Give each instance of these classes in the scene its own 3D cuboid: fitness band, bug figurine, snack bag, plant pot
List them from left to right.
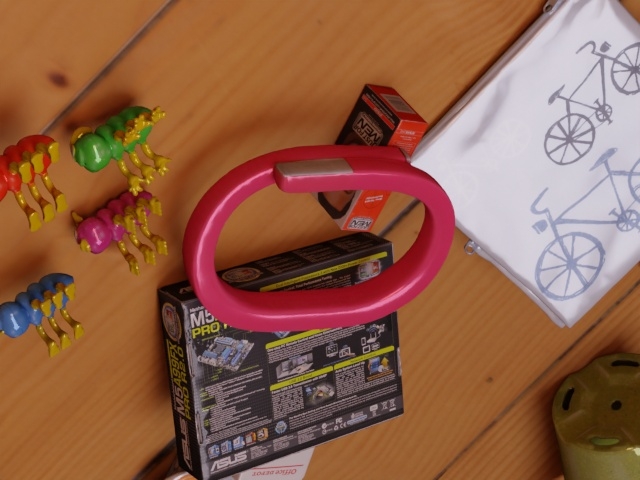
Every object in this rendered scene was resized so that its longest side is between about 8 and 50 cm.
[{"bbox_3d":[-0.236,-0.023,1.483,0.216,0.072,0.279,-34,149,-28],"label":"bug figurine"},{"bbox_3d":[0.000,0.000,1.637,0.291,0.054,0.209,-1,128,-26],"label":"fitness band"},{"bbox_3d":[0.287,-0.097,1.820,0.342,0.037,0.323,38,101,-28],"label":"snack bag"},{"bbox_3d":[0.447,0.307,2.273,0.276,0.276,0.254,-34,131,-8],"label":"plant pot"}]

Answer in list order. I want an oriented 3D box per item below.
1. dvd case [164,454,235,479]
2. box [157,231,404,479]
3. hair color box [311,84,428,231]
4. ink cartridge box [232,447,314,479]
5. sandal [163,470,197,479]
[{"bbox_3d":[-0.135,0.333,1.977,0.180,0.022,0.253,1,126,-40],"label":"dvd case"},{"bbox_3d":[-0.037,0.126,1.760,0.270,0.060,0.216,-16,111,-29],"label":"box"},{"bbox_3d":[0.050,-0.086,1.680,0.043,0.072,0.141,4,124,-40],"label":"hair color box"},{"bbox_3d":[-0.058,0.224,1.877,0.104,0.061,0.181,4,113,-41],"label":"ink cartridge box"},{"bbox_3d":[-0.157,0.378,1.920,0.102,0.076,0.265,-15,136,-29],"label":"sandal"}]
